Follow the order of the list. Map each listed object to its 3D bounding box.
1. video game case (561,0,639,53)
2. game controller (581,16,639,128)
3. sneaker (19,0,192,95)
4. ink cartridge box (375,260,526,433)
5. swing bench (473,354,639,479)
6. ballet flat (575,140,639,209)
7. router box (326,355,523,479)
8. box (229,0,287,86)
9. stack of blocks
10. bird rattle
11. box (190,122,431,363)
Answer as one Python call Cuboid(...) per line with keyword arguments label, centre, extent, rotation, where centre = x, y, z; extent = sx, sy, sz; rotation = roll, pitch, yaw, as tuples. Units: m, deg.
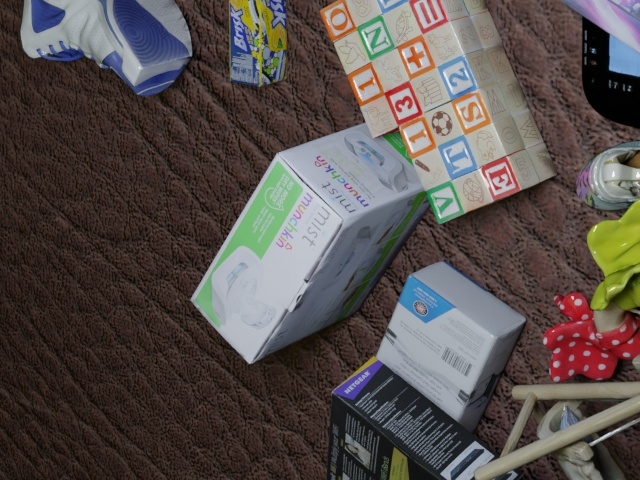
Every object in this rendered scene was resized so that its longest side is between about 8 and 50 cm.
Cuboid(label="video game case", centre=(0.295, -0.306, 1.709), extent=(0.274, 0.026, 0.196), rotation=(36, 142, 14))
Cuboid(label="game controller", centre=(0.353, -0.247, 1.761), extent=(0.166, 0.067, 0.319), rotation=(11, 131, 20))
Cuboid(label="sneaker", centre=(-0.312, -0.294, 2.323), extent=(0.315, 0.127, 0.182), rotation=(51, 133, 23))
Cuboid(label="ink cartridge box", centre=(0.152, 0.144, 2.107), extent=(0.140, 0.082, 0.190), rotation=(37, 126, 24))
Cuboid(label="swing bench", centre=(0.356, 0.276, 1.882), extent=(0.255, 0.165, 0.253), rotation=(-19, 114, 36))
Cuboid(label="ballet flat", centre=(0.365, -0.074, 1.864), extent=(0.221, 0.079, 0.076), rotation=(-2, 91, 40))
Cuboid(label="router box", centre=(0.121, 0.320, 2.113), extent=(0.243, 0.081, 0.309), rotation=(38, 150, 24))
Cuboid(label="box", centre=(-0.080, -0.287, 2.167), extent=(0.054, 0.059, 0.169), rotation=(14, 113, 34))
Cuboid(label="stack of blocks", centre=(0.139, -0.177, 2.008), extent=(0.171, 0.087, 0.297), rotation=(-24, 89, 41))
Cuboid(label="bird rattle", centre=(0.362, 0.092, 1.881), extent=(0.207, 0.143, 0.253), rotation=(19, 137, 7))
Cuboid(label="box", centre=(0.000, 0.000, 2.084), extent=(0.127, 0.231, 0.262), rotation=(46, 128, 18))
